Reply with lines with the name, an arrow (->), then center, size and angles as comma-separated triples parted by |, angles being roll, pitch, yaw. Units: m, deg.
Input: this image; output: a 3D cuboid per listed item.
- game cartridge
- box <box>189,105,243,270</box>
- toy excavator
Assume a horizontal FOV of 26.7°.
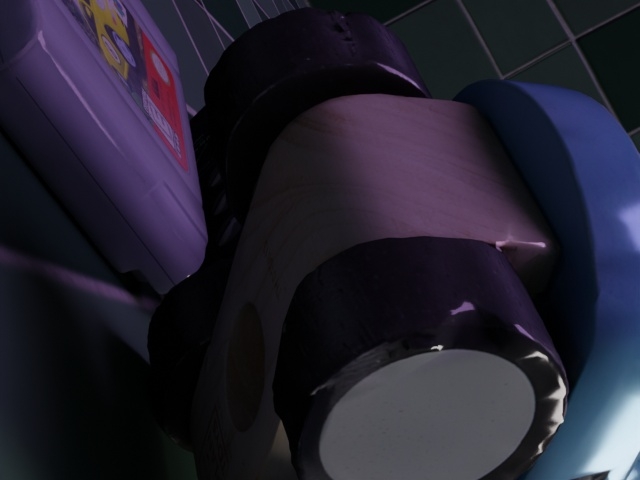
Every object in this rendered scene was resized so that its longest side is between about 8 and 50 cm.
game cartridge -> -0.147, -0.119, 0.819 | 0.196, 0.060, 0.294 | 52, 12, -34
box -> 0.000, 0.000, 0.896 | 0.165, 0.143, 0.270 | 40, 17, -26
toy excavator -> 0.139, 0.130, 0.698 | 0.222, 0.445, 0.433 | -108, -150, -50
